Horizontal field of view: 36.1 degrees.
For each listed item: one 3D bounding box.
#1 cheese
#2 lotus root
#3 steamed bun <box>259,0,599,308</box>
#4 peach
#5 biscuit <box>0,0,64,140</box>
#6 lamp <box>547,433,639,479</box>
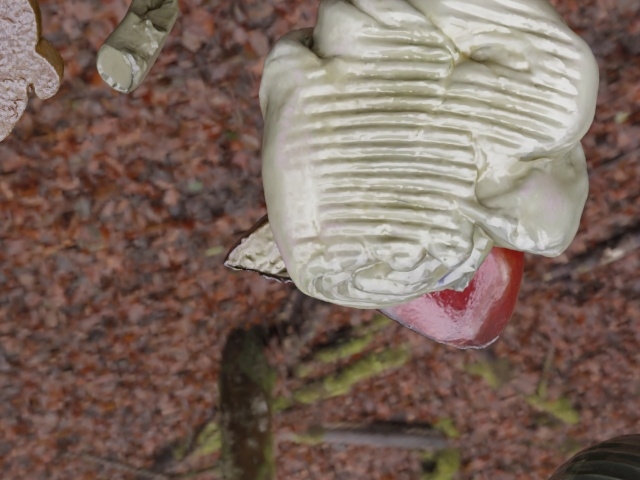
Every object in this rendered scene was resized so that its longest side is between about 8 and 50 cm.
[{"bbox_3d":[-0.327,-0.368,1.765,0.091,0.203,0.175,30,160,-12],"label":"cheese"},{"bbox_3d":[0.000,0.000,1.487,0.260,0.170,0.074,18,-175,-4],"label":"lotus root"},{"bbox_3d":[0.112,-0.108,1.041,0.339,0.352,0.247,-5,-175,7],"label":"steamed bun"},{"bbox_3d":[0.152,0.016,1.296,0.245,0.274,0.249,-47,-178,43],"label":"peach"},{"bbox_3d":[-0.550,-0.296,1.501,0.314,0.063,0.367,9,132,-19],"label":"biscuit"},{"bbox_3d":[0.321,0.299,0.957,0.233,0.233,0.265,-13,135,-14],"label":"lamp"}]
